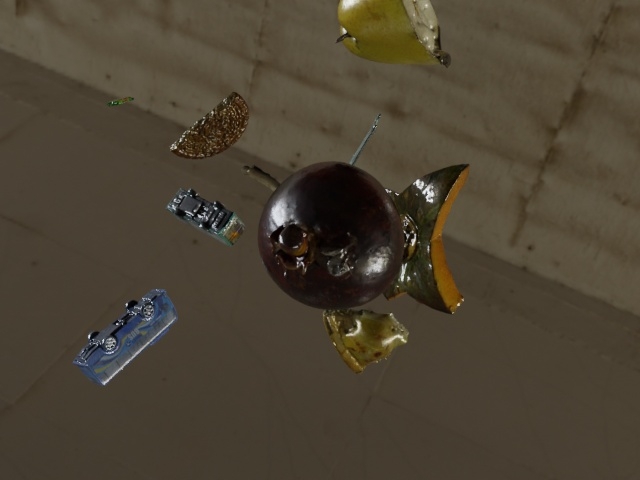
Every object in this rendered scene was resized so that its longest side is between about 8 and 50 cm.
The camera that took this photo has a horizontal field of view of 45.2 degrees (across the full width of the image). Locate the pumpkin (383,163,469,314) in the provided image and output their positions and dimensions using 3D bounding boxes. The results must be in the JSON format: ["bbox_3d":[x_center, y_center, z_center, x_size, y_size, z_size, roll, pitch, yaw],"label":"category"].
[{"bbox_3d":[0.192,-0.006,1.550,0.095,0.290,0.258,-4,-174,-30],"label":"pumpkin"}]

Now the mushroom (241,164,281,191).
[{"bbox_3d":[-0.106,-0.109,1.763,0.187,0.061,0.060,42,-129,18],"label":"mushroom"}]

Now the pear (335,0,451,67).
[{"bbox_3d":[0.117,-0.423,1.467,0.178,0.267,0.267,-19,-156,24],"label":"pear"}]

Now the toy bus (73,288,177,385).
[{"bbox_3d":[-0.413,0.204,1.645,0.079,0.094,0.236,5,-141,48],"label":"toy bus"}]

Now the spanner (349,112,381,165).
[{"bbox_3d":[0.133,-0.300,2.386,0.017,0.302,0.071,21,-116,-6],"label":"spanner"}]

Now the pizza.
[{"bbox_3d":[0.103,0.241,1.944,0.204,0.188,0.081,49,-154,-21],"label":"pizza"}]

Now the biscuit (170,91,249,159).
[{"bbox_3d":[-0.237,-0.247,1.763,0.126,0.206,0.025,34,-157,-53],"label":"biscuit"}]

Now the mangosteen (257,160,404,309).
[{"bbox_3d":[0.000,0.000,1.168,0.235,0.236,0.261,31,-161,22],"label":"mangosteen"}]

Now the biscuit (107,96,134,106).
[{"bbox_3d":[-0.598,-0.414,2.288,0.046,0.016,0.089,-5,-161,20],"label":"biscuit"}]

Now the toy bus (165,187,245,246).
[{"bbox_3d":[-0.314,-0.066,2.094,0.261,0.109,0.091,26,-105,41],"label":"toy bus"}]
